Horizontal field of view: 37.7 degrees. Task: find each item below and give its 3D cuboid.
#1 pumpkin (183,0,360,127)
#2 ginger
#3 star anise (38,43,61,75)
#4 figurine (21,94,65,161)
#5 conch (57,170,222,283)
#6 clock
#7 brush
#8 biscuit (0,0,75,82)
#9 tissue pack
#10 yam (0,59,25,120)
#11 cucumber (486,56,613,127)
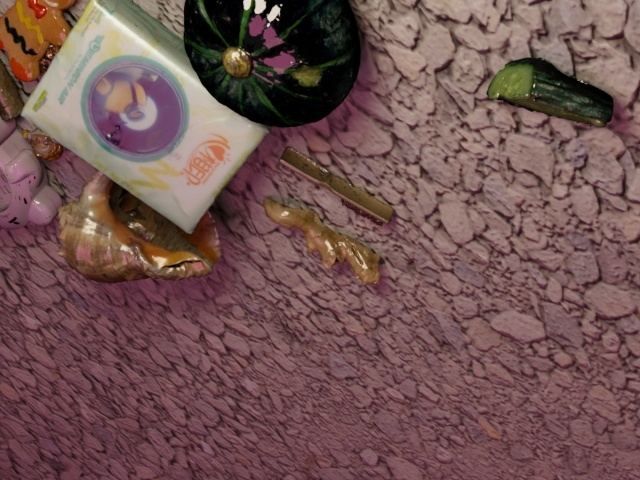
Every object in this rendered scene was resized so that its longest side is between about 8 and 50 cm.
[{"bbox_3d":[-0.086,-0.330,1.548,0.315,0.238,0.315,16,135,17],"label":"pumpkin"},{"bbox_3d":[0.000,0.000,1.920,0.288,0.075,0.089,30,94,-1],"label":"ginger"},{"bbox_3d":[-0.529,-0.341,1.859,0.234,0.073,0.177,5,123,30],"label":"star anise"},{"bbox_3d":[-0.586,-0.238,1.985,0.101,0.068,0.143,-20,107,32],"label":"figurine"},{"bbox_3d":[-0.374,-0.044,1.971,0.352,0.210,0.297,12,113,-9],"label":"conch"},{"bbox_3d":[-0.748,-0.159,2.092,0.296,0.113,0.322,-8,127,29],"label":"clock"},{"bbox_3d":[0.029,-0.102,1.835,0.248,0.043,0.036,30,142,-2],"label":"brush"},{"bbox_3d":[-0.541,-0.425,1.771,0.250,0.036,0.165,-38,89,32],"label":"biscuit"},{"bbox_3d":[-0.314,-0.236,1.742,0.388,0.162,0.287,36,114,-10],"label":"tissue pack"},{"bbox_3d":[-0.679,-0.373,1.893,0.061,0.061,0.274,-4,124,27],"label":"yam"},{"bbox_3d":[0.379,-0.241,1.525,0.193,0.085,0.115,24,179,1],"label":"cucumber"}]
